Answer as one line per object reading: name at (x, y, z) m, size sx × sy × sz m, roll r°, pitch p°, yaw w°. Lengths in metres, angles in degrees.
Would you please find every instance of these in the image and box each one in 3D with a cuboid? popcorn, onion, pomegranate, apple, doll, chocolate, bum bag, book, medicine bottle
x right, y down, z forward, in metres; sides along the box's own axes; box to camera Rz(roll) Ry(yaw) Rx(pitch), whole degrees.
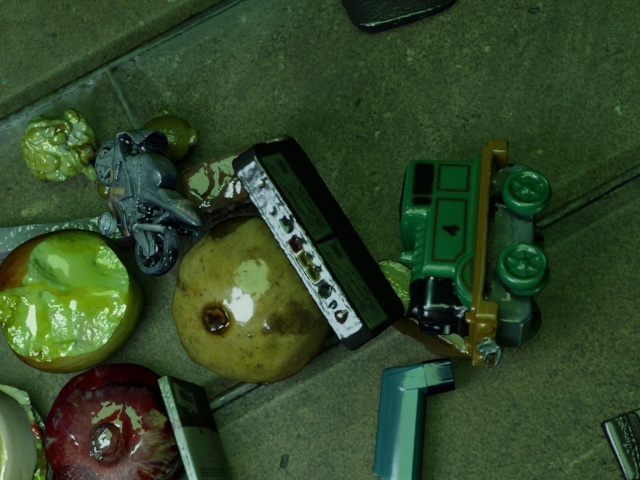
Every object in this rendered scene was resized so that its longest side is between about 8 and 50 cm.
popcorn at (-0.474, -0.169, 2.026) m, size 0.135 × 0.162 × 0.141 m, roll -38°, pitch 44°, yaw 30°
onion at (-0.334, 0.324, 1.838) m, size 0.246 × 0.190 × 0.246 m, roll 0°, pitch 79°, yaw -2°
pomegranate at (-0.108, 0.094, 1.835) m, size 0.281 × 0.281 × 0.281 m, roll -1°, pitch 75°, yaw 5°
apple at (-0.418, 0.094, 1.878) m, size 0.226 × 0.246 × 0.246 m, roll -25°, pitch 74°, yaw 0°
doll at (-0.318, -0.145, 2.012) m, size 0.137 × 0.097 × 0.209 m, roll 39°, pitch 89°, yaw 30°
chocolate at (-0.127, -0.101, 1.955) m, size 0.214 × 0.148 × 0.093 m, roll -18°, pitch 80°, yaw 3°
bum bag at (0.552, 0.320, 1.832) m, size 0.159 × 0.026 × 0.109 m, roll -22°, pitch 73°, yaw -1°
book at (-0.183, 0.365, 1.809) m, size 0.026 × 0.201 × 0.289 m, roll -21°, pitch 73°, yaw 6°
medicine bottle at (0.152, 0.316, 1.847) m, size 0.124 × 0.079 × 0.258 m, roll 7°, pitch 76°, yaw 7°

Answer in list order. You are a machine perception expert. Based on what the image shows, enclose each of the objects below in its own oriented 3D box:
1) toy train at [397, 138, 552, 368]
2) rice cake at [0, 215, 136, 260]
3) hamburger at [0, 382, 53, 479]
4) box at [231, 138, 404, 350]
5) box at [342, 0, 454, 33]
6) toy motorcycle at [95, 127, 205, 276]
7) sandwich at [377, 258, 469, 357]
toy train at (0.244, 0.013, 1.821) m, size 0.249 × 0.178 × 0.429 m, roll 4°, pitch 56°, yaw 8°
rice cake at (-0.500, 0.000, 2.002) m, size 0.365 × 0.073 × 0.056 m, roll -7°, pitch 74°, yaw 4°
hamburger at (-0.592, 0.378, 1.863) m, size 0.302 × 0.170 × 0.302 m, roll -4°, pitch 73°, yaw 12°
box at (0.000, 0.000, 1.770) m, size 0.058 × 0.211 × 0.350 m, roll -33°, pitch 86°, yaw 21°
box at (0.134, -0.493, 2.084) m, size 0.212 × 0.042 × 0.201 m, roll -19°, pitch 74°, yaw -1°
toy motorcycle at (-0.297, -0.086, 1.892) m, size 0.173 × 0.108 × 0.307 m, roll -52°, pitch 53°, yaw 25°
sandwich at (0.181, 0.124, 1.895) m, size 0.244 × 0.088 × 0.090 m, roll 33°, pitch 72°, yaw 17°
